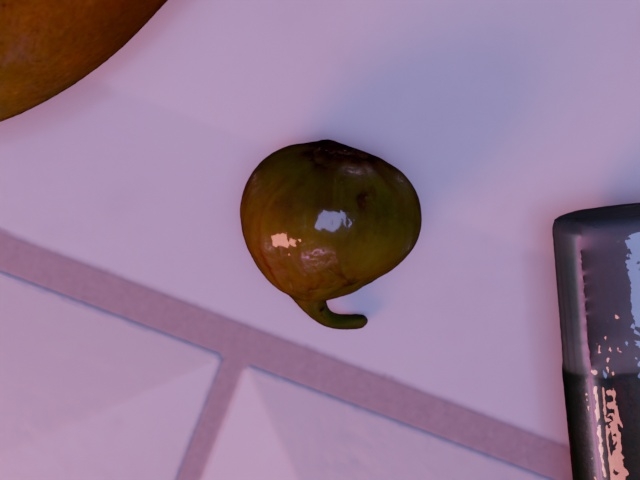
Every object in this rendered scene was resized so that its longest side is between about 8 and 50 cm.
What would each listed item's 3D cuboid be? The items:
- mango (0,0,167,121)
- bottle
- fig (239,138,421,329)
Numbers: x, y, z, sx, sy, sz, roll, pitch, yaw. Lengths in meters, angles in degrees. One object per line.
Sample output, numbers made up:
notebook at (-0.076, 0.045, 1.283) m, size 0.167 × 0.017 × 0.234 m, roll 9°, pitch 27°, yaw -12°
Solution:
mango at (-0.122, -0.158, 0.749) m, size 0.146 × 0.129 × 0.289 m, roll 33°, pitch 104°, yaw -6°
bottle at (0.166, 0.124, 0.803) m, size 0.082 × 0.082 × 0.286 m, roll -6°, pitch 97°, yaw 0°
fig at (0.000, 0.000, 0.795) m, size 0.084 × 0.082 × 0.098 m, roll 0°, pitch 116°, yaw -35°
